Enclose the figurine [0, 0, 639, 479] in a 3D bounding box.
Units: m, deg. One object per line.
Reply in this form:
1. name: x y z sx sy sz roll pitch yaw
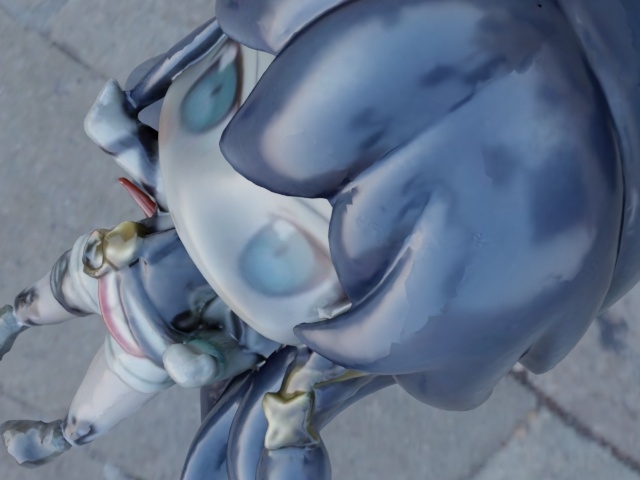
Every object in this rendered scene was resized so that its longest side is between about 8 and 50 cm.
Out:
1. figurine: 0.004 -0.013 0.575 0.175 0.197 0.265 54 148 -8
